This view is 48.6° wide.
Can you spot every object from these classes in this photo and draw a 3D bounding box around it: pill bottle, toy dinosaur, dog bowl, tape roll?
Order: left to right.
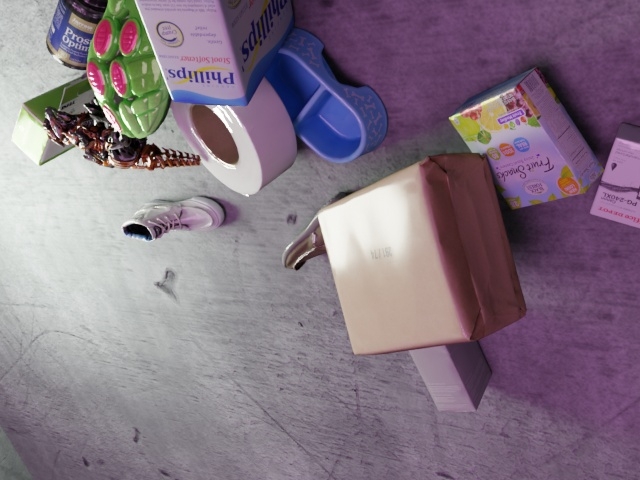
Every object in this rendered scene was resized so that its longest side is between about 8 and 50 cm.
[{"bbox_3d":[-0.489,-0.472,1.485,0.123,0.123,0.219,43,135,-2],"label":"pill bottle"},{"bbox_3d":[-0.414,-0.229,1.488,0.321,0.164,0.218,3,139,-18],"label":"toy dinosaur"},{"bbox_3d":[-0.176,-0.232,1.412,0.286,0.100,0.286,37,152,24],"label":"tape roll"},{"bbox_3d":[-0.010,-0.269,1.361,0.297,0.074,0.166,44,135,-2],"label":"dog bowl"}]

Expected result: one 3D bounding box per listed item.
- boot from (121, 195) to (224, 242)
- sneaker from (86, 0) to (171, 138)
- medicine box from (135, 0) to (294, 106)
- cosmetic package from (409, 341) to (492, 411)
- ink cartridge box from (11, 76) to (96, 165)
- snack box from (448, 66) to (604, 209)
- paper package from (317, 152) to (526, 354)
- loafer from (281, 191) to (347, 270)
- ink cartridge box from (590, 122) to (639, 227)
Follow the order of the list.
[{"bbox_3d":[-0.363,-0.039,1.724,0.258,0.123,0.095,-1,122,33],"label":"boot"},{"bbox_3d":[-0.291,-0.419,1.281,0.185,0.202,0.483,19,108,23],"label":"sneaker"},{"bbox_3d":[-0.171,-0.417,1.174,0.149,0.264,0.289,7,140,18],"label":"medicine box"},{"bbox_3d":[0.271,0.239,1.523,0.107,0.127,0.238,-14,112,39],"label":"cosmetic package"},{"bbox_3d":[-0.576,-0.315,1.614,0.097,0.189,0.255,41,132,2],"label":"ink cartridge box"},{"bbox_3d":[0.339,-0.162,1.182,0.207,0.070,0.174,51,155,-11],"label":"snack box"},{"bbox_3d":[0.174,0.036,1.283,0.324,0.168,0.310,-22,81,55],"label":"paper package"},{"bbox_3d":[0.000,0.000,1.540,0.087,0.094,0.251,44,135,3],"label":"loafer"},{"bbox_3d":[0.517,-0.100,1.153,0.109,0.063,0.151,19,130,20],"label":"ink cartridge box"}]
